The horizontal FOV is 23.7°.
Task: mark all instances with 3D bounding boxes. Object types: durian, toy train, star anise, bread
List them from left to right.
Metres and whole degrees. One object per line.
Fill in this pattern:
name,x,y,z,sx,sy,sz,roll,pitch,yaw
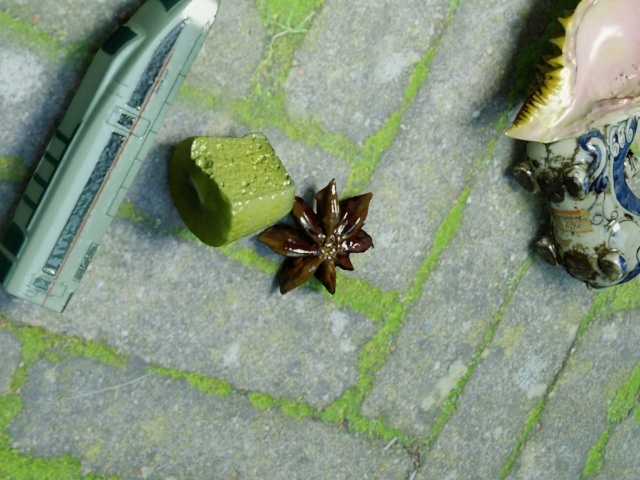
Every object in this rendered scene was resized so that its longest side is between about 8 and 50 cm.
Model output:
toy train,-0.231,-0.123,1.639,0.088,0.086,0.407,25,97,-34
bread,-0.105,-0.058,1.733,0.114,0.129,0.111,-16,158,-33
star anise,0.001,0.000,1.871,0.168,0.057,0.168,-15,119,-29
durian,0.365,-0.231,1.913,0.305,0.195,0.185,-31,91,16

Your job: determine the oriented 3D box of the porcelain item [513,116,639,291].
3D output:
porcelain item,0.372,-0.076,2.051,0.186,0.138,0.288,-47,127,-29
